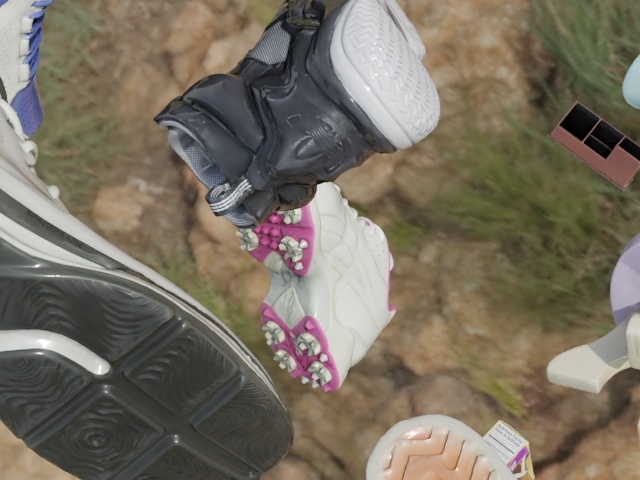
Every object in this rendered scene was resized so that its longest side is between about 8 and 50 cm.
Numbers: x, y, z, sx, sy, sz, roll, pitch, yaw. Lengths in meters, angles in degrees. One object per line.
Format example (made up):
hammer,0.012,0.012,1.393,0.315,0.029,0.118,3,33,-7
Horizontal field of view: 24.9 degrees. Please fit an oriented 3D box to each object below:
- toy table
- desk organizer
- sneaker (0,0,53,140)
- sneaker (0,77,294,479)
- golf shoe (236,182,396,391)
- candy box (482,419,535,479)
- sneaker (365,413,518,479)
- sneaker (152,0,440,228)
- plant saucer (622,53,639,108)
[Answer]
toy table,0.425,0.134,1.806,0.252,0.274,0.161,2,46,36
desk organizer,0.388,-0.133,2.020,0.130,0.047,0.050,37,125,9
sneaker,-0.273,-0.219,1.271,0.182,0.315,0.127,-12,46,4
sneaker,-0.193,-0.011,1.032,0.169,0.447,0.257,-39,31,25
golf shoe,0.000,0.000,1.418,0.115,0.306,0.140,27,50,38
candy box,0.182,0.320,1.780,0.187,0.109,0.053,-42,57,-17
sneaker,0.127,0.245,0.850,0.108,0.121,0.302,-27,63,-6
sneaker,-0.020,-0.098,0.873,0.153,0.101,0.268,-32,21,11
plant saucer,0.389,-0.174,1.410,0.195,0.037,0.195,-30,23,14
